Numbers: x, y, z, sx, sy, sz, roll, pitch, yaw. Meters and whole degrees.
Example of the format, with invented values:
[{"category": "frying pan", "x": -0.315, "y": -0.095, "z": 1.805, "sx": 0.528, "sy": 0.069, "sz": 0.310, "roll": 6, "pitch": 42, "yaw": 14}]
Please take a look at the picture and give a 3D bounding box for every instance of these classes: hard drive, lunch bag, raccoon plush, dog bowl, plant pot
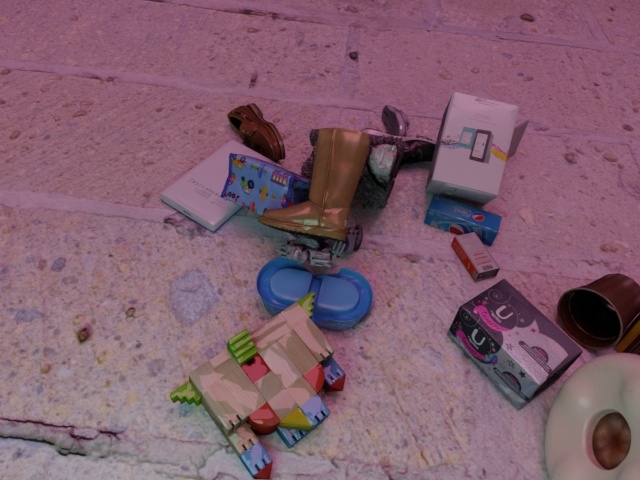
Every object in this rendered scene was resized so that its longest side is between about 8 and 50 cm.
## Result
[{"category": "hard drive", "x": -0.298, "y": -0.176, "z": 1.673, "sx": 0.210, "sy": 0.040, "sz": 0.319, "roll": 30, "pitch": 53, "yaw": 19}, {"category": "lunch bag", "x": -0.098, "y": -0.154, "z": 1.572, "sx": 0.221, "sy": 0.138, "sz": 0.293, "roll": 25, "pitch": 18, "yaw": 27}, {"category": "raccoon plush", "x": 0.077, "y": -0.257, "z": 1.560, "sx": 0.299, "sy": 0.446, "sz": 0.216, "roll": 19, "pitch": 79, "yaw": 8}, {"category": "dog bowl", "x": -0.017, "y": 0.141, "z": 1.404, "sx": 0.297, "sy": 0.074, "sz": 0.166, "roll": 11, "pitch": 49, "yaw": 5}, {"category": "plant pot", "x": 0.730, "y": 0.170, "z": 1.405, "sx": 0.165, "sy": 0.167, "sz": 0.167, "roll": -22, "pitch": 54, "yaw": -31}]

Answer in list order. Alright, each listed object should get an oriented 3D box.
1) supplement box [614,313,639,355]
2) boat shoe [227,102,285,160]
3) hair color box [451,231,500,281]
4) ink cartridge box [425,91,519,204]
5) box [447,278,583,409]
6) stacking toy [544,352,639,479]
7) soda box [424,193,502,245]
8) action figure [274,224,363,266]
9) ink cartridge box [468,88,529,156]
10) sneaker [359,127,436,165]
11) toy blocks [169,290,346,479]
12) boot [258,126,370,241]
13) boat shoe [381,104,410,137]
[{"category": "supplement box", "x": 0.869, "y": 0.239, "z": 1.327, "sx": 0.194, "sy": 0.191, "sz": 0.129, "roll": 38, "pitch": 56, "yaw": 25}, {"category": "boat shoe", "x": -0.213, "y": -0.342, "z": 1.789, "sx": 0.104, "sy": 0.111, "sz": 0.307, "roll": -18, "pitch": 42, "yaw": -20}, {"category": "hair color box", "x": 0.437, "y": 0.045, "z": 1.552, "sx": 0.072, "sy": 0.043, "sz": 0.141, "roll": -12, "pitch": 50, "yaw": -15}, {"category": "ink cartridge box", "x": 0.447, "y": -0.267, "z": 1.646, "sx": 0.197, "sy": 0.198, "sz": 0.270, "roll": 14, "pitch": 87, "yaw": 6}, {"category": "box", "x": 0.457, "y": 0.244, "z": 1.316, "sx": 0.163, "sy": 0.142, "sz": 0.247, "roll": -26, "pitch": 56, "yaw": -25}, {"category": "stacking toy", "x": 0.747, "y": 0.457, "z": 1.114, "sx": 0.479, "sy": 0.350, "sz": 0.351, "roll": 21, "pitch": 48, "yaw": -13}, {"category": "soda box", "x": 0.421, "y": -0.061, "z": 1.626, "sx": 0.210, "sy": 0.067, "sz": 0.071, "roll": 20, "pitch": 51, "yaw": 12}, {"category": "action figure", "x": 0.000, "y": 0.000, "z": 1.449, "sx": 0.185, "sy": 0.099, "sz": 0.285, "roll": 24, "pitch": 25, "yaw": 25}, {"category": "ink cartridge box", "x": 0.578, "y": -0.393, "z": 1.872, "sx": 0.093, "sy": 0.154, "sz": 0.212, "roll": -31, "pitch": 59, "yaw": -26}, {"category": "sneaker", "x": 0.252, "y": -0.271, "z": 1.790, "sx": 0.283, "sy": 0.107, "sz": 0.124, "roll": 9, "pitch": 65, "yaw": 6}, {"category": "toy blocks", "x": -0.090, "y": 0.323, "z": 1.190, "sx": 0.381, "sy": 0.191, "sz": 0.261, "roll": -32, "pitch": 70, "yaw": -26}, {"category": "boot", "x": -0.015, "y": -0.145, "z": 1.356, "sx": 0.236, "sy": 0.089, "sz": 0.270, "roll": 10, "pitch": 85, "yaw": 6}, {"category": "boat shoe", "x": 0.274, "y": -0.411, "z": 1.890, "sx": 0.075, "sy": 0.083, "sz": 0.226, "roll": 6, "pitch": 37, "yaw": -13}]
